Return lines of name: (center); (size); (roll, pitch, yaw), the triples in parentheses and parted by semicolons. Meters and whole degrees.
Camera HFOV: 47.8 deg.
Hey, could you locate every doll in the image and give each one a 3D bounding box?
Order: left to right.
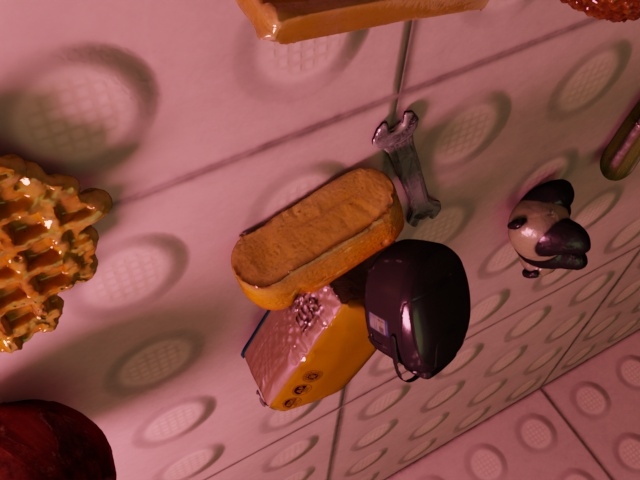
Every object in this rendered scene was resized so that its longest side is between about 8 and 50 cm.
doll: (0.426, -0.012, 1.364); (0.135, 0.144, 0.234); (-15, 156, 14)

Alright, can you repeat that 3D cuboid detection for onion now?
onion: (-0.382, 0.334, 0.913); (0.276, 0.276, 0.276); (-26, 150, -16)

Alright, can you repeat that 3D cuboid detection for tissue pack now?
tissue pack: (0.017, 0.132, 1.141); (0.192, 0.134, 0.271); (-7, 142, -42)

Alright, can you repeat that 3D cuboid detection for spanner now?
spanner: (0.129, -0.093, 1.041); (0.071, 0.017, 0.302); (-34, 151, -1)

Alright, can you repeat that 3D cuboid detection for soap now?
soap: (0.040, -0.234, 0.657); (0.251, 0.092, 0.037); (-18, 149, -28)

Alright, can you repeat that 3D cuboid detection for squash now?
squash: (0.573, -0.197, 1.297); (0.066, 0.066, 0.229); (-17, 147, -29)

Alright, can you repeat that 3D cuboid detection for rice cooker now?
rice cooker: (0.132, 0.093, 0.988); (0.142, 0.118, 0.203); (-28, 125, -38)

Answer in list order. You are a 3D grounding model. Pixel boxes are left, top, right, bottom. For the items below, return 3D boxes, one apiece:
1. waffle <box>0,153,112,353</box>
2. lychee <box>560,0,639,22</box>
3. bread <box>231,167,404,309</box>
waffle: (-0.357, 0.033, 0.682); (0.307, 0.060, 0.312); (1, 134, -46)
lychee: (0.293, -0.317, 0.714); (0.194, 0.194, 0.194); (-26, 150, -16)
bread: (0.000, 0.000, 0.961); (0.245, 0.102, 0.094); (-33, 149, -7)
